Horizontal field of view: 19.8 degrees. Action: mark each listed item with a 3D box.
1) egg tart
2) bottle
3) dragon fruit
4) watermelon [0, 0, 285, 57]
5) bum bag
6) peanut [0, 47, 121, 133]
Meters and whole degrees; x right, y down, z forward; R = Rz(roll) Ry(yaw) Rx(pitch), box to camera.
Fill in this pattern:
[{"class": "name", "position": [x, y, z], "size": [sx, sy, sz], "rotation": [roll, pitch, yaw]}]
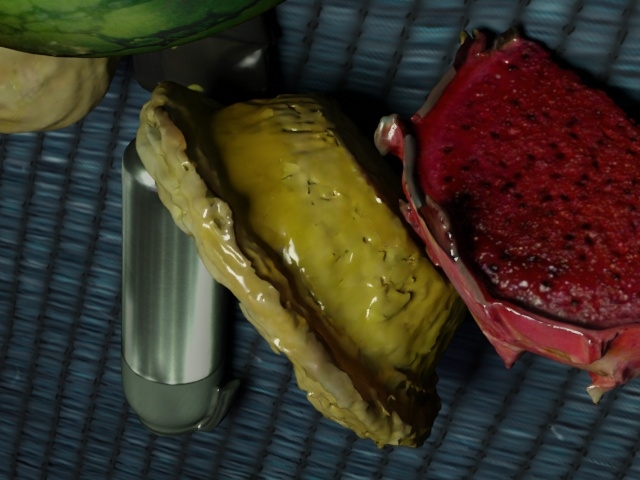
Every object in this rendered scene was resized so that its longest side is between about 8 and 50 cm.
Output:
[{"class": "egg tart", "position": [0.000, 0.000, 1.133], "size": [0.118, 0.288, 0.288], "rotation": [-37, 96, 11]}, {"class": "bottle", "position": [-0.099, 0.037, 1.327], "size": [0.096, 0.079, 0.253], "rotation": [21, 131, 17]}, {"class": "dragon fruit", "position": [0.123, 0.011, 1.036], "size": [0.274, 0.161, 0.126], "rotation": [46, 148, 32]}, {"class": "watermelon", "position": [-0.112, -0.264, 0.926], "size": [0.363, 0.363, 0.363], "rotation": [21, 132, 25]}, {"class": "bum bag", "position": [-0.079, -0.180, 1.161], "size": [0.107, 0.060, 0.232], "rotation": [15, 131, 18]}, {"class": "peanut", "position": [-0.243, -0.243, 1.157], "size": [0.192, 0.169, 0.387], "rotation": [5, 124, 55]}]
